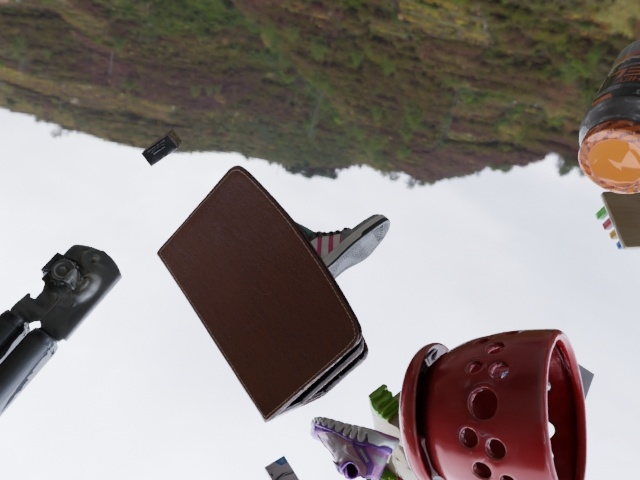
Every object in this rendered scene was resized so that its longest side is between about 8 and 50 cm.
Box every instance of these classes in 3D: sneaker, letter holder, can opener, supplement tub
[{"bbox_3d":[0.000,0.000,1.597,0.295,0.124,0.178,-37,-118,-15],"label":"sneaker"},{"bbox_3d":[-0.054,0.061,1.007,0.302,0.214,0.152,53,-153,18],"label":"letter holder"},{"bbox_3d":[-0.328,0.123,0.782,0.076,0.095,0.283,31,-117,9],"label":"can opener"},{"bbox_3d":[0.632,-0.246,1.380,0.193,0.194,0.316,22,-126,21],"label":"supplement tub"},{"bbox_3d":[0.051,0.417,1.397,0.095,0.105,0.236,25,164,-32],"label":"sneaker"}]

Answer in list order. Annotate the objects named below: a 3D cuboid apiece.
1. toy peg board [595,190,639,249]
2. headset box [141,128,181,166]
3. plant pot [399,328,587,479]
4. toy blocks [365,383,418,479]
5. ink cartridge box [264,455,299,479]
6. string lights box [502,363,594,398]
[{"bbox_3d":[0.777,-0.036,1.741,0.161,0.079,0.161,-3,-120,-14],"label":"toy peg board"},{"bbox_3d":[-0.294,-0.171,1.298,0.032,0.062,0.083,55,-174,-16],"label":"headset box"},{"bbox_3d":[0.190,0.198,0.780,0.174,0.191,0.191,-8,-168,29],"label":"plant pot"},{"bbox_3d":[0.249,0.491,1.436,0.190,0.381,0.261,-28,-151,-34],"label":"toy blocks"},{"bbox_3d":[-0.072,0.484,1.414,0.048,0.028,0.083,-26,-123,-22],"label":"ink cartridge box"},{"bbox_3d":[0.413,0.282,1.432,0.133,0.259,0.077,33,-113,-7],"label":"string lights box"}]
